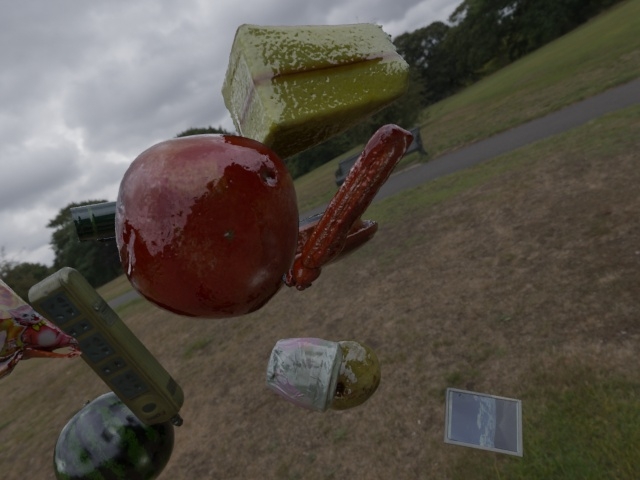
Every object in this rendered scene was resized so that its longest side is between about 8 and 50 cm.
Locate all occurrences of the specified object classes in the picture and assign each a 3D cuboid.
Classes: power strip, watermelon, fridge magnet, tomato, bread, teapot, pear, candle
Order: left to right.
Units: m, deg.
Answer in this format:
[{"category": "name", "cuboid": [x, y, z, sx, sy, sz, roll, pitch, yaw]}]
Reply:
[{"category": "watermelon", "cuboid": [-0.489, 0.489, 1.040, 0.269, 0.269, 0.269, -28, 10, 5]}, {"category": "power strip", "cuboid": [-0.382, 0.222, 0.813, 0.092, 0.387, 0.066, -29, 20, 9]}, {"category": "tomato", "cuboid": [-0.157, -0.016, 0.696, 0.338, 0.338, 0.144, -33, 20, -23]}, {"category": "teapot", "cuboid": [-0.037, 0.293, 1.053, 0.178, 0.163, 0.221, 13, 32, 7]}, {"category": "bread", "cuboid": [-0.005, -0.330, 0.968, 0.362, 0.233, 0.245, -17, -10, -23]}, {"category": "fridge magnet", "cuboid": [0.000, 0.000, 1.318, 0.364, 0.155, 0.363, -20, 5, 2]}, {"category": "candle", "cuboid": [0.026, -0.027, 0.576, 0.051, 0.048, 0.329, -28, -19, -39]}, {"category": "pear", "cuboid": [0.063, 0.395, 1.271, 0.229, 0.188, 0.211, -26, -5, 13]}]

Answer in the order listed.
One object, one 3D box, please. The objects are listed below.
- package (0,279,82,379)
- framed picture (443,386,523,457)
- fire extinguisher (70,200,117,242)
[{"category": "package", "cuboid": [-0.506, 0.118, 0.570, 0.108, 0.288, 0.223, -59, -10, 29]}, {"category": "framed picture", "cuboid": [0.561, 0.625, 1.494, 0.260, 0.023, 0.189, 6, 64, 13]}, {"category": "fire extinguisher", "cuboid": [-0.515, -0.071, 1.191, 0.294, 0.118, 0.093, -15, 5, -29]}]
